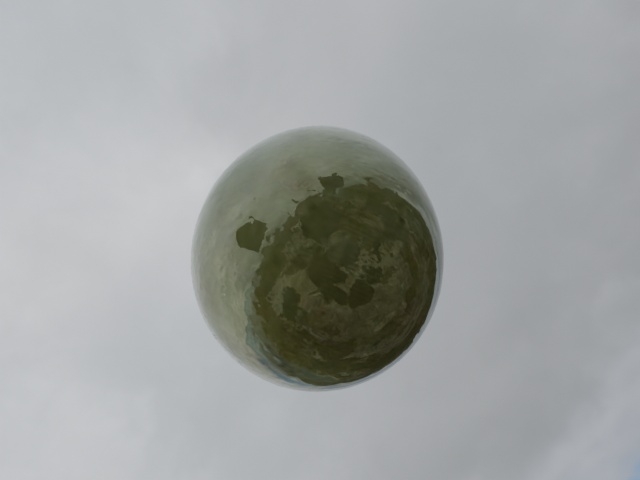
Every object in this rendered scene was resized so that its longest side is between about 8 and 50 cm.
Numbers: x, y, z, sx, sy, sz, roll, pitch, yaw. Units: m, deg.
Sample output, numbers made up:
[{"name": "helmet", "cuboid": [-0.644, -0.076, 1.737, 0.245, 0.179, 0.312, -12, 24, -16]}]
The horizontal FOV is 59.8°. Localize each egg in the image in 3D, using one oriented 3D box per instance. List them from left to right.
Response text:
[{"name": "egg", "cuboid": [0.000, 0.000, 0.515, 0.218, 0.295, 0.219, 3, -59, 5]}]
